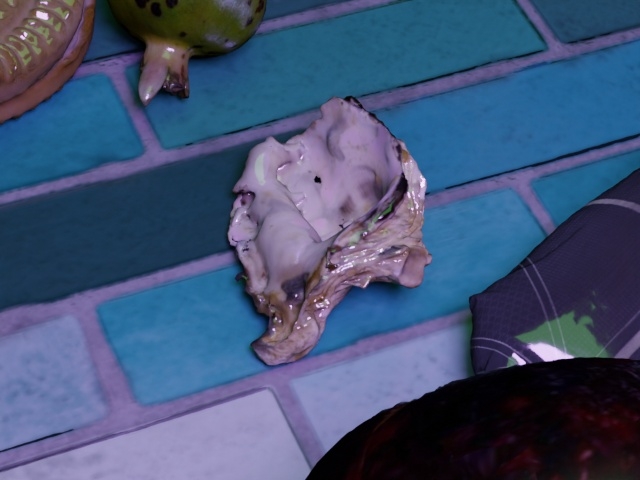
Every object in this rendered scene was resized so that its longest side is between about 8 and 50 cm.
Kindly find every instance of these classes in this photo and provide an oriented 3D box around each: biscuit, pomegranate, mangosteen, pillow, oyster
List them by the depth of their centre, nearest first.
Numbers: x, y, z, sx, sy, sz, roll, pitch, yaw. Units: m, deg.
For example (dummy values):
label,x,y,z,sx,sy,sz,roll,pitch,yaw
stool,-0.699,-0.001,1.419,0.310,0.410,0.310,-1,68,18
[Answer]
label,x,y,z,sx,sy,sz,roll,pitch,yaw
mangosteen,0.116,0.208,0.843,0.300,0.300,0.300,4,51,-5
pillow,0.219,0.040,1.103,0.335,0.092,0.161,-36,67,-29
oyster,0.000,0.000,1.130,0.163,0.081,0.191,18,63,38
biscuit,-0.286,-0.173,1.213,0.259,0.079,0.259,4,51,-5
pomegranate,-0.103,-0.166,1.220,0.122,0.122,0.161,13,78,3
